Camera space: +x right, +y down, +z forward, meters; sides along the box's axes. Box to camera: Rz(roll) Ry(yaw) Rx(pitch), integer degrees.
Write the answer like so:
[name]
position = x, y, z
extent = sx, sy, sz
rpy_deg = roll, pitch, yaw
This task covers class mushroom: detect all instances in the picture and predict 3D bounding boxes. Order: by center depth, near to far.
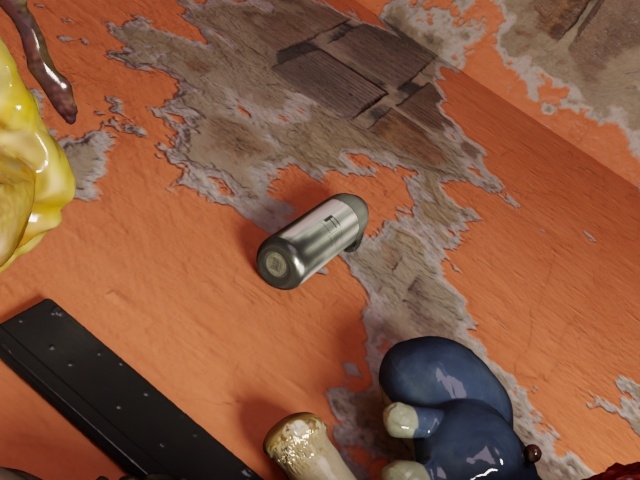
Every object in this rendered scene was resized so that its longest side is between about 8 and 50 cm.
[mushroom]
position = 0.028, 0.265, 0.762
extent = 0.209, 0.071, 0.084
rpy_deg = 45, -8, 12

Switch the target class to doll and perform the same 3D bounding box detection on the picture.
[doll]
position = 0.147, 0.218, 0.846
extent = 0.228, 0.154, 0.258
rpy_deg = 43, 10, -25

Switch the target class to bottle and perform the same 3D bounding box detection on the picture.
[bottle]
position = 0.000, 0.000, 1.094
extent = 0.253, 0.079, 0.096
rpy_deg = -38, 111, -56

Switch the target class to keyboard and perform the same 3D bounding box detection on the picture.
[keyboard]
position = -0.197, 0.172, 0.738
extent = 0.309, 0.018, 0.101
rpy_deg = 37, 31, 9

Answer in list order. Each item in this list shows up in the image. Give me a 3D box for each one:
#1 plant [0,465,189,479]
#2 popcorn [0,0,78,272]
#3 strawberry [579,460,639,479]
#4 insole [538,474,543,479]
[plant]
position = -0.137, 0.251, 0.523
extent = 0.320, 0.181, 0.194
rpy_deg = 18, 42, -20
[popcorn]
position = -0.378, -0.102, 0.664
extent = 0.349, 0.381, 0.349
rpy_deg = 36, 32, -27
[strawberry]
position = 0.263, 0.340, 0.592
extent = 0.345, 0.295, 0.317
rpy_deg = 30, 62, -56
[insole]
position = 0.278, 0.387, 0.856
extent = 0.119, 0.009, 0.348
rpy_deg = 9, 38, -30
